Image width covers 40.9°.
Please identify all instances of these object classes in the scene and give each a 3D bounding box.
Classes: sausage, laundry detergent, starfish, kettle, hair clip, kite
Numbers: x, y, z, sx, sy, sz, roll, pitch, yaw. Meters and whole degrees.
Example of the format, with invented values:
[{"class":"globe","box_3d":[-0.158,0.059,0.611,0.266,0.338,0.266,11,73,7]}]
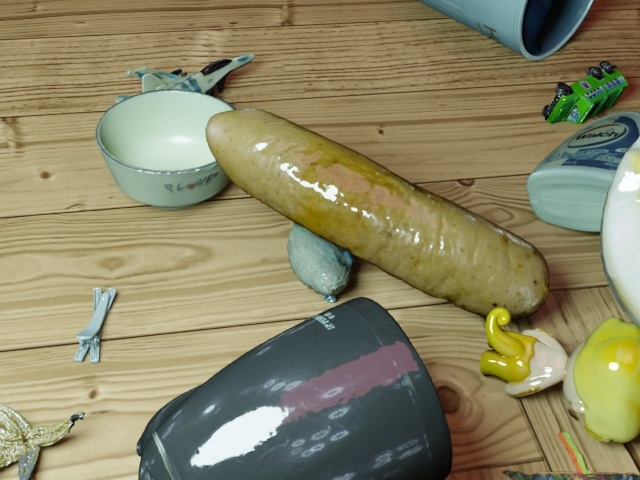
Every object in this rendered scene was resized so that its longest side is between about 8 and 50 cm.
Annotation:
[{"class":"sausage","box_3d":[0.065,-0.039,1.108,0.501,0.123,0.136,27,22,5]},{"class":"laundry detergent","box_3d":[0.459,-0.119,1.274,0.280,0.105,0.215,-33,25,-33]},{"class":"starfish","box_3d":[-0.315,0.219,0.932,0.130,0.041,0.133,-17,53,-10]},{"class":"kettle","box_3d":[-0.051,0.198,0.892,0.290,0.207,0.268,-23,19,-14]},{"class":"hair clip","box_3d":[-0.280,0.097,1.070,0.030,0.039,0.115,7,40,-5]},{"class":"kite","box_3d":[0.293,0.275,0.944,0.190,0.010,0.159,3,41,-3]}]

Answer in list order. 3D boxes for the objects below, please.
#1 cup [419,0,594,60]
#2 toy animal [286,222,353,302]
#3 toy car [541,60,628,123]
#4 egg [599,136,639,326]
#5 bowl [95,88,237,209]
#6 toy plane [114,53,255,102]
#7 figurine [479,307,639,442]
[{"class":"cup","box_3d":[0.359,-0.538,1.642,0.331,0.257,0.311,-33,53,-31]},{"class":"toy animal","box_3d":[-0.010,-0.001,1.187,0.079,0.070,0.253,30,23,-24]},{"class":"toy car","box_3d":[0.454,-0.246,1.473,0.165,0.071,0.062,-27,65,-29]},{"class":"egg","box_3d":[0.554,0.004,0.963,0.340,0.354,0.354,22,36,-27]},{"class":"bowl","box_3d":[-0.216,-0.122,1.255,0.211,0.112,0.211,3,44,-3]},{"class":"toy plane","box_3d":[-0.205,-0.251,1.424,0.192,0.088,0.262,38,42,24]},{"class":"figurine","box_3d":[0.313,0.152,1.006,0.246,0.131,0.156,8,61,23]}]
